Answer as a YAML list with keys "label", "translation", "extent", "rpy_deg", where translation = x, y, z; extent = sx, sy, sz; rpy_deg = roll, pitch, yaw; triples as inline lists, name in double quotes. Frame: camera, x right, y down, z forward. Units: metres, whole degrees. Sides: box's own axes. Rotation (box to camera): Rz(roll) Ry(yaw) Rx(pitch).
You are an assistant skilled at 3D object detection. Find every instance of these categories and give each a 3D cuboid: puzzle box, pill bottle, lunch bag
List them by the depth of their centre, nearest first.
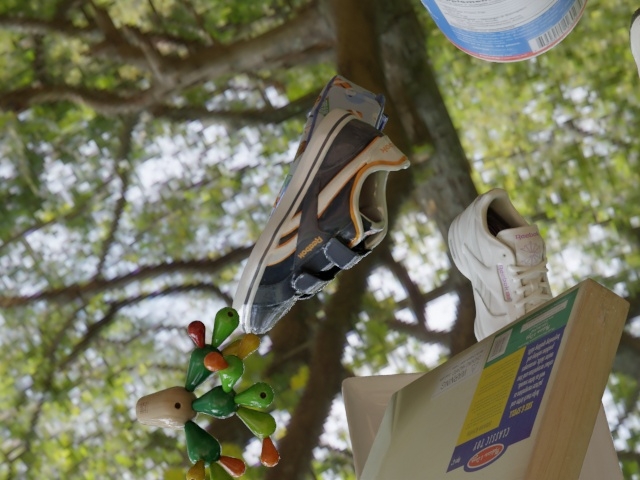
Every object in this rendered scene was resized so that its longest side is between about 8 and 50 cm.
- label: "pill bottle"
  translation: [0.109, -0.212, 0.885]
  extent: [0.124, 0.221, 0.124]
  rpy_deg: [-4, -104, 18]
- label: "puzzle box"
  translation: [0.135, 0.222, 1.282]
  extent: [0.409, 0.052, 0.272]
  rpy_deg: [-42, -161, 58]
- label: "lunch bag"
  translation: [0.005, -0.103, 2.082]
  extent: [0.115, 0.243, 0.303]
  rpy_deg: [24, -137, 0]

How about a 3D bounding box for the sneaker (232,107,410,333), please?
- label: "sneaker"
  translation: [0.000, 0.000, 1.675]
  extent: [0.127, 0.321, 0.126]
  rpy_deg: [31, -165, 15]

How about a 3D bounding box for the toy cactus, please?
- label: "toy cactus"
  translation: [-0.134, 0.188, 1.466]
  extent: [0.180, 0.219, 0.112]
  rpy_deg: [-10, 174, 33]

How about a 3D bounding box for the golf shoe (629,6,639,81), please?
- label: "golf shoe"
  translation: [0.613, -0.280, 2.316]
  extent: [0.105, 0.273, 0.120]
  rpy_deg: [-12, -162, 23]

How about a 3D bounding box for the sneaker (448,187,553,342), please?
- label: "sneaker"
  translation: [0.279, 0.066, 1.903]
  extent: [0.114, 0.152, 0.305]
  rpy_deg: [-13, -114, -25]

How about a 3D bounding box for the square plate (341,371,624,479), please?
- label: "square plate"
  translation: [0.213, 0.311, 1.665]
  extent: [0.344, 0.049, 0.347]
  rpy_deg: [-3, -133, -4]
